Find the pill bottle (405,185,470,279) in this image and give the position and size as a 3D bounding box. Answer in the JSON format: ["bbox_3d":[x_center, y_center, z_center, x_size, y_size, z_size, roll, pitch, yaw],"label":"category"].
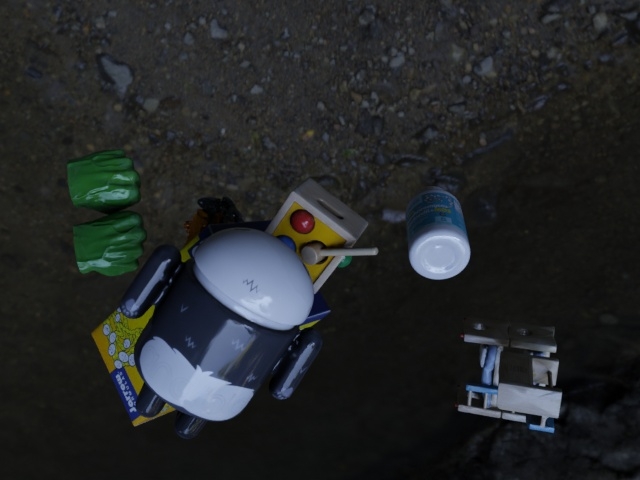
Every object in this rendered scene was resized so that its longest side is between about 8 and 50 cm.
[{"bbox_3d":[0.288,-0.033,1.627,0.146,0.264,0.146,2,124,3],"label":"pill bottle"}]

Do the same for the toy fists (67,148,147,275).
[{"bbox_3d":[-0.443,-0.060,1.371,0.142,0.279,0.096,-10,163,-4],"label":"toy fists"}]

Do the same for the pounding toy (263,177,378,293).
[{"bbox_3d":[0.000,0.000,0.902,0.141,0.100,0.130,37,118,2],"label":"pounding toy"}]

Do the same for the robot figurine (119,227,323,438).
[{"bbox_3d":[-0.128,0.114,0.836,0.209,0.173,0.278,20,108,-48],"label":"robot figurine"}]

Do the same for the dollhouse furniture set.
[{"bbox_3d":[0.250,0.205,0.888,0.129,0.183,0.129,6,110,15],"label":"dollhouse furniture set"}]

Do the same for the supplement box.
[{"bbox_3d":[-0.197,0.142,1.130,0.356,0.194,0.195,-39,163,30],"label":"supplement box"}]

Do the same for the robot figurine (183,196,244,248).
[{"bbox_3d":[-0.170,0.034,1.348,0.291,0.085,0.211,33,113,25],"label":"robot figurine"}]
